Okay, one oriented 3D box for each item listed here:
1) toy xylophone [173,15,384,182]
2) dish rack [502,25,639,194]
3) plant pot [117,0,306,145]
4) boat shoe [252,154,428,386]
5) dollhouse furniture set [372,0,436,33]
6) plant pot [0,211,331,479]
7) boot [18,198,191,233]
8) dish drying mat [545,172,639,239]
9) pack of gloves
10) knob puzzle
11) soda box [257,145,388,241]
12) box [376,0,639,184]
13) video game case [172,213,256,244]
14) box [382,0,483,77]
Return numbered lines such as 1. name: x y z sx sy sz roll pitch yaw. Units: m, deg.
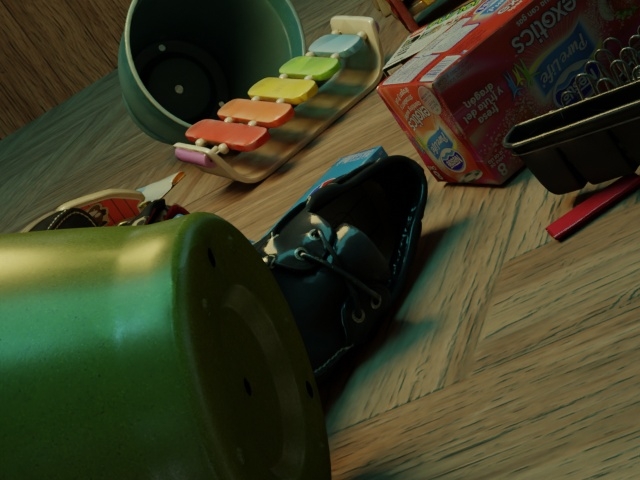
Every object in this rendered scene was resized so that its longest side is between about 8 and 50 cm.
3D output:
1. toy xylophone: -0.062 -0.184 1.989 0.322 0.081 0.236 -45 26 -25
2. dish rack: 0.295 -0.143 1.218 0.208 0.074 0.271 -17 23 44
3. plant pot: -0.189 -0.263 2.225 0.271 0.272 0.255 -42 5 -21
4. boat shoe: 0.013 0.023 1.226 0.113 0.127 0.340 -39 2 34
5. dollhouse furniture set: 0.153 -0.446 2.209 0.201 0.152 0.374 -34 16 4
6. plant pot: -0.192 0.145 0.988 0.352 0.367 0.366 -18 21 15
7. boot: -0.252 0.045 1.668 0.284 0.138 0.377 -29 21 26
8. dish drying mat: 0.218 -0.028 1.166 0.083 0.008 0.032 -35 15 4
9. pack of gloves: -0.341 -0.038 2.247 0.232 0.046 0.195 -17 23 48
10. knob puzzle: -0.309 0.001 1.945 0.213 0.030 0.213 -32 -24 -16
11. soda box: 0.000 0.000 1.409 0.067 0.071 0.210 -12 28 52
12. box: 0.200 -0.176 1.410 0.257 0.123 0.128 -40 17 -16
13. video game case: -0.108 0.036 1.458 0.166 0.015 0.119 20 47 26
14. box: 0.184 -0.266 1.851 0.207 0.036 0.114 -22 21 38
